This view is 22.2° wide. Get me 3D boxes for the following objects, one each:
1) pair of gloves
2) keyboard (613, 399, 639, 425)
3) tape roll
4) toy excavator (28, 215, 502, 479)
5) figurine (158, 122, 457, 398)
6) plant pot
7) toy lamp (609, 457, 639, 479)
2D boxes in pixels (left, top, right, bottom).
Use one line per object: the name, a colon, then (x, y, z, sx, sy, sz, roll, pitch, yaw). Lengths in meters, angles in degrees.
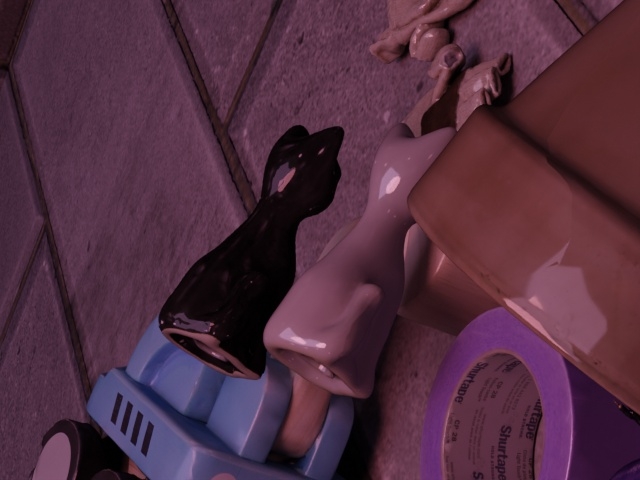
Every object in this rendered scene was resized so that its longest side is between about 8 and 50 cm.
pair of gloves: (0.096, -0.158, 1.387, 0.204, 0.042, 0.240, -25, 58, 60)
keyboard: (0.215, 0.107, 0.913, 0.038, 0.192, 0.100, -48, 29, -8)
tape roll: (0.149, 0.143, 1.124, 0.189, 0.080, 0.189, -36, 49, 55)
toy excavator: (-0.035, 0.117, 1.395, 0.433, 0.222, 0.445, 26, 95, 62)
figurine: (0.000, 0.000, 1.224, 0.215, 0.092, 0.209, 4, 62, 51)
plant pot: (0.252, -0.038, 0.781, 0.280, 0.323, 0.323, -55, 31, 10)
toy lamp: (0.178, 0.188, 0.940, 0.274, 0.080, 0.080, 103, 165, -61)
